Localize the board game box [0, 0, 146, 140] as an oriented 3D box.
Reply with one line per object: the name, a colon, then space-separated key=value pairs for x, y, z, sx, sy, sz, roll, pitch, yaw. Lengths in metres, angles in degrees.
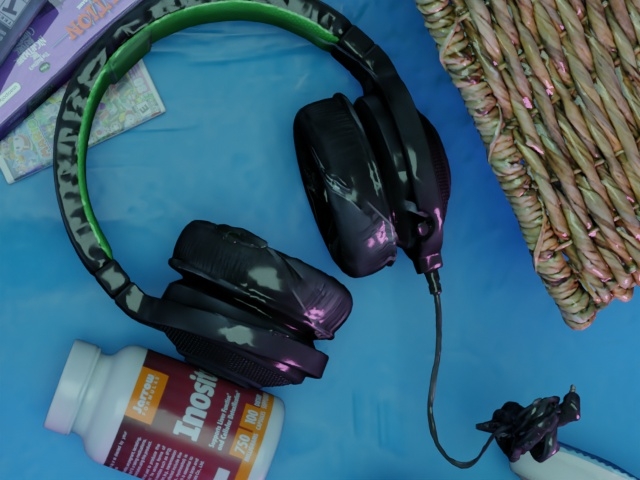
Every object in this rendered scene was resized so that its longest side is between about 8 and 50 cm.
board game box: x=-0.271 y=-0.161 z=1.188 sx=0.347 sy=0.056 sz=0.208 roll=-42 pitch=86 yaw=-4

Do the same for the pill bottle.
pill bottle: x=-0.107 y=0.123 z=1.196 sx=0.152 sy=0.086 sz=0.086 roll=20 pitch=89 yaw=-6

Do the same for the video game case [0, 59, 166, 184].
video game case: x=-0.181 y=-0.103 z=1.222 sx=0.122 sy=0.011 sz=0.087 roll=-26 pitch=94 yaw=-5

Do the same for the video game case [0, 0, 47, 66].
video game case: x=-0.321 y=-0.095 z=1.090 sx=0.196 sy=0.026 sz=0.274 roll=36 pitch=90 yaw=-38

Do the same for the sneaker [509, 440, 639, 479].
sneaker: x=0.221 y=0.219 z=1.232 sx=0.228 sy=0.087 sz=0.092 roll=36 pitch=89 yaw=-3

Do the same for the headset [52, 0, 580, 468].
headset: x=0.000 y=0.000 z=1.149 sx=0.394 sy=0.185 sz=0.243 roll=45 pitch=82 yaw=-2

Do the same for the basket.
basket: x=0.160 y=-0.133 z=1.148 sx=0.223 sy=0.213 sz=0.299 roll=-31 pitch=110 yaw=-8
